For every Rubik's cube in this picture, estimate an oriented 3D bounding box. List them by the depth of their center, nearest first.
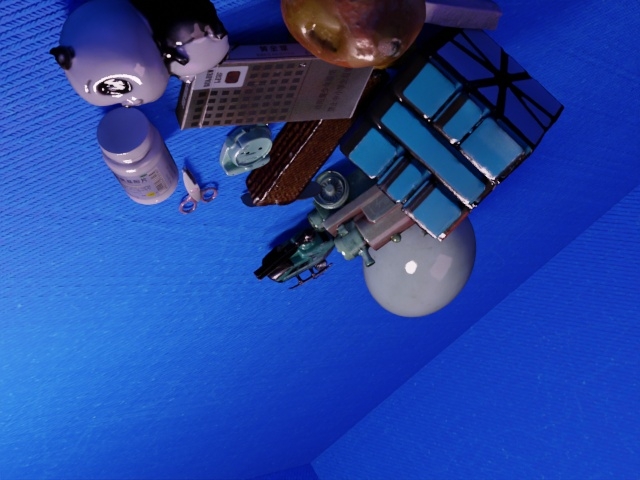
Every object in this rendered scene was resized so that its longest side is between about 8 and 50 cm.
[{"bbox_3d":[0.253,-0.219,1.971,0.283,0.288,0.293,-47,180,32],"label":"Rubik's cube"}]

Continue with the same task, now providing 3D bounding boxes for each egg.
[{"bbox_3d":[0.247,0.041,2.590,0.276,0.276,0.389,-19,154,-28],"label":"egg"}]

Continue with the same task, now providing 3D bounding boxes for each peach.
[{"bbox_3d":[0.056,-0.369,1.590,0.214,0.235,0.214,-32,151,-20],"label":"peach"}]

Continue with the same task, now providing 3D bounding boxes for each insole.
[{"bbox_3d":[-0.081,-0.100,2.168,0.188,0.064,0.004,-14,139,-27],"label":"insole"}]

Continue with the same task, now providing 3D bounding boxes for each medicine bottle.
[{"bbox_3d":[-0.309,-0.142,1.738,0.102,0.103,0.187,-30,158,-6],"label":"medicine bottle"}]

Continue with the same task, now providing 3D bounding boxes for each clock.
[{"bbox_3d":[-0.137,-0.183,1.953,0.101,0.041,0.135,-21,155,-25],"label":"clock"}]

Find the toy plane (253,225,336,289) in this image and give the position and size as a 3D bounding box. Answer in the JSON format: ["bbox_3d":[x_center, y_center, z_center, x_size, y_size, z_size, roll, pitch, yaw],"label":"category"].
[{"bbox_3d":[0.000,0.000,2.409,0.381,0.106,0.155,-28,158,-15],"label":"toy plane"}]

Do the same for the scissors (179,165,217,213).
[{"bbox_3d":[-0.249,-0.102,1.998,0.085,0.022,0.176,-29,159,-6],"label":"scissors"}]

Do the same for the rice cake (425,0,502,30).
[{"bbox_3d":[0.220,-0.430,1.877,0.365,0.073,0.056,-6,142,-47],"label":"rice cake"}]

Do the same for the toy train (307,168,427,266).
[{"bbox_3d":[0.126,-0.083,2.259,0.304,0.222,0.150,-35,159,9],"label":"toy train"}]

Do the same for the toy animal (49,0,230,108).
[{"bbox_3d":[-0.253,-0.282,1.449,0.235,0.165,0.187,-32,174,-7],"label":"toy animal"}]

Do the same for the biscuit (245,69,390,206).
[{"bbox_3d":[-0.015,-0.211,2.017,0.107,0.073,0.388,-6,145,-44],"label":"biscuit"}]

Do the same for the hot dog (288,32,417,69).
[{"bbox_3d":[0.058,-0.353,1.833,0.289,0.068,0.083,-2,132,-42],"label":"hot dog"}]

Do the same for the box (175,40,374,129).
[{"bbox_3d":[-0.076,-0.268,1.759,0.324,0.047,0.180,-6,152,-21],"label":"box"}]
